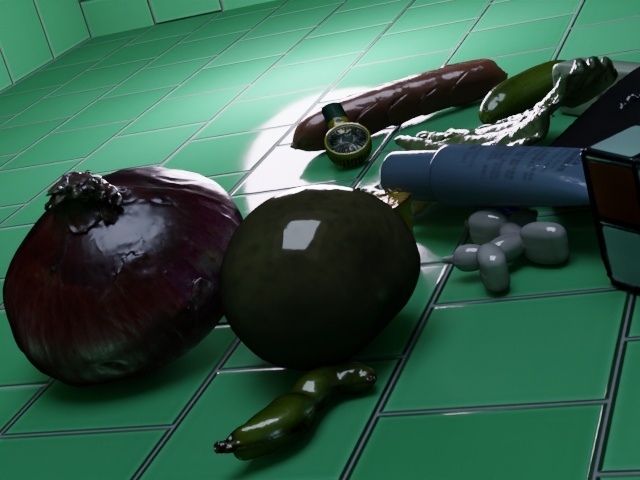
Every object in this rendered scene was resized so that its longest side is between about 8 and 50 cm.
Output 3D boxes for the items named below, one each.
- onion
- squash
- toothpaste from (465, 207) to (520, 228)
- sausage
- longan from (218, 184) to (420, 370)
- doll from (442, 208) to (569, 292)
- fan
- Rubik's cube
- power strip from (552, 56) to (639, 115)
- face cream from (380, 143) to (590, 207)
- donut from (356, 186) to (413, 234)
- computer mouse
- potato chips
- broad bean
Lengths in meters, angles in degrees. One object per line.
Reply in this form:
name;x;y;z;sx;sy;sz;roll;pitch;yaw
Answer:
onion;-0.270;0.015;1.611;0.347;0.285;0.348;-15;38;12
squash;0.366;-0.264;2.162;0.258;0.069;0.069;-28;24;-30
toothpaste;0.243;-0.035;1.742;0.083;0.015;0.024;-17;28;-18
sausage;0.141;-0.251;2.268;0.433;0.088;0.088;-19;21;-8
longan;-0.006;0.046;1.449;0.246;0.215;0.246;-27;35;22
doll;0.238;0.002;1.587;0.161;0.059;0.160;-25;24;-21
fan;0.040;-0.189;2.166;0.082;0.039;0.155;-17;48;-4
Rubik's cube;0.425;-0.041;1.391;0.167;0.180;0.183;-26;25;-23
power strip;0.499;-0.233;1.952;0.062;0.091;0.385;-22;21;-23
face cream;0.250;-0.084;1.626;0.385;0.086;0.135;3;31;40
donut;-0.006;0.002;1.705;0.259;0.101;0.152;0;27;35
computer mouse;0.441;-0.143;1.718;0.323;0.116;0.183;-40;18;-19
potato chips;0.259;-0.164;1.878;0.389;0.097;0.373;-23;12;38
broad bean;-0.027;0.185;1.328;0.213;0.048;0.070;-27;22;-35
